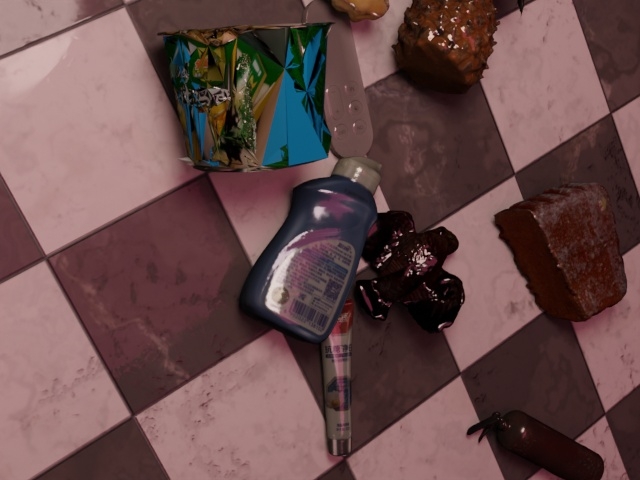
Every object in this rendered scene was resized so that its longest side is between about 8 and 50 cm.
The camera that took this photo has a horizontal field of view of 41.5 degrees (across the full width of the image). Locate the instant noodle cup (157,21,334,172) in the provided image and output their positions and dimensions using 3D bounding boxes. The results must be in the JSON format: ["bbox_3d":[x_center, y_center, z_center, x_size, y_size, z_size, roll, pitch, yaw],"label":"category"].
[{"bbox_3d":[-0.091,-0.192,1.114,0.240,0.240,0.178,-12,106,-26],"label":"instant noodle cup"}]

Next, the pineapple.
[{"bbox_3d":[0.246,-0.405,1.300,0.165,0.165,0.365,35,76,-25],"label":"pineapple"}]

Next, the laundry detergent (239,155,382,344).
[{"bbox_3d":[0.000,0.000,1.240,0.143,0.094,0.290,29,77,-13],"label":"laundry detergent"}]

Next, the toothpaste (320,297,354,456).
[{"bbox_3d":[0.026,0.208,1.293,0.062,0.039,0.239,-3,92,-20],"label":"toothpaste"}]

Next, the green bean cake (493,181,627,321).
[{"bbox_3d":[0.417,0.024,1.449,0.198,0.097,0.233,-24,104,-25],"label":"green bean cake"}]

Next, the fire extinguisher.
[{"bbox_3d":[0.375,0.360,1.468,0.267,0.072,0.089,31,116,-26],"label":"fire extinguisher"}]

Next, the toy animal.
[{"bbox_3d":[0.141,0.040,1.326,0.218,0.116,0.179,49,40,7],"label":"toy animal"}]

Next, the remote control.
[{"bbox_3d":[0.026,-0.242,1.272,0.077,0.022,0.245,-17,101,-26],"label":"remote control"}]

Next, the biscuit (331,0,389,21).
[{"bbox_3d":[0.039,-0.408,1.238,0.118,0.061,0.183,8,75,-20],"label":"biscuit"}]
